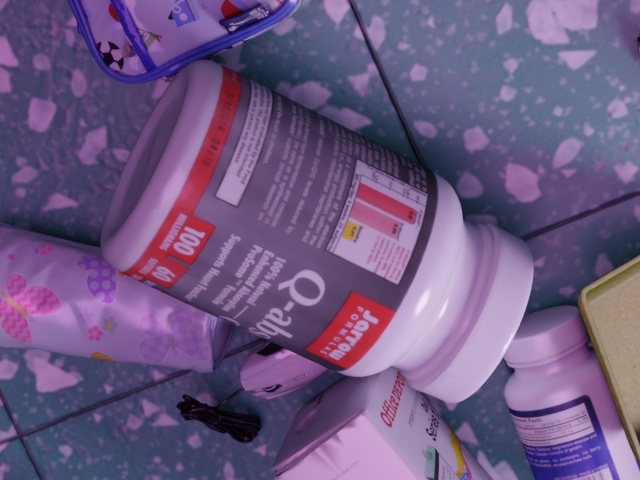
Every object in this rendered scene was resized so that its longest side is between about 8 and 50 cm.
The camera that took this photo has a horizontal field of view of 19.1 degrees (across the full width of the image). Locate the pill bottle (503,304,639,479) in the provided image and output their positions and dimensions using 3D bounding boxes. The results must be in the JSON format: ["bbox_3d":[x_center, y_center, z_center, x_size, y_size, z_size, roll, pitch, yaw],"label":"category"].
[{"bbox_3d":[0.241,0.163,1.831,0.112,0.112,0.187,-18,101,12],"label":"pill bottle"}]

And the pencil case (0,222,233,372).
[{"bbox_3d":[-0.217,0.056,1.865,0.273,0.113,0.124,6,96,6],"label":"pencil case"}]

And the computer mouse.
[{"bbox_3d":[-0.042,0.132,1.876,0.193,0.042,0.106,-40,138,13],"label":"computer mouse"}]

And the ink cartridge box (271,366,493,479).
[{"bbox_3d":[0.095,0.264,1.829,0.117,0.201,0.278,-38,96,14],"label":"ink cartridge box"}]

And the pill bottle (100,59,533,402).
[{"bbox_3d":[0.000,0.000,1.746,0.363,0.210,0.210,26,107,-14],"label":"pill bottle"}]

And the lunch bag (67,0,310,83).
[{"bbox_3d":[-0.153,-0.298,1.766,0.243,0.115,0.303,-21,99,17],"label":"lunch bag"}]

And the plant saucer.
[{"bbox_3d":[0.327,0.094,1.796,0.188,0.045,0.188,-27,102,-30],"label":"plant saucer"}]

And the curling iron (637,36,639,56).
[{"bbox_3d":[0.372,-0.261,1.745,0.068,0.035,0.274,27,106,0],"label":"curling iron"}]
